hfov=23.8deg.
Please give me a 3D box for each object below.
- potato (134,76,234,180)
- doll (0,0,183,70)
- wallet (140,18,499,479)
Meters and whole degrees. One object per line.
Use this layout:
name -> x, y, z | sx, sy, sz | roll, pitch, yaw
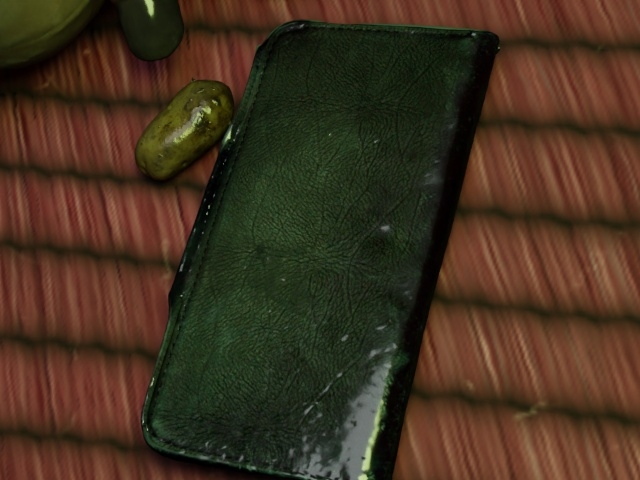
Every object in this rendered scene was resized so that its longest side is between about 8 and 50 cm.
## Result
potato -> -0.092, -0.075, 1.032 | 0.083, 0.040, 0.051 | -47, 24, 1
doll -> -0.163, -0.230, 1.059 | 0.330, 0.174, 0.235 | -17, 66, 8
wallet -> 0.000, 0.000, 0.961 | 0.173, 0.045, 0.318 | 7, 66, 19
